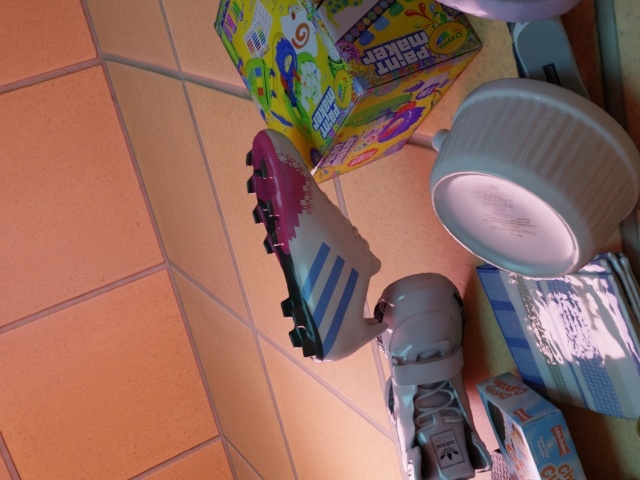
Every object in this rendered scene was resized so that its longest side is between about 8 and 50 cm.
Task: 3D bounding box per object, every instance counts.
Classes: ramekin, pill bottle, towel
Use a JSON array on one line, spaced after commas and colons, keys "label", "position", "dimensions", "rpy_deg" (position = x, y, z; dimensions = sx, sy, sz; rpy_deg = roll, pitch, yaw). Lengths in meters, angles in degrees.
[{"label": "ramekin", "position": [0.209, -0.053, 0.930], "dimensions": [0.207, 0.109, 0.207], "rpy_deg": [29, 156, 14]}, {"label": "pill bottle", "position": [0.177, -0.112, 1.146], "dimensions": [0.083, 0.043, 0.043], "rpy_deg": [40, 146, 48]}, {"label": "towel", "position": [0.301, 0.110, 1.095], "dimensions": [0.209, 0.034, 0.285], "rpy_deg": [67, 160, -6]}]

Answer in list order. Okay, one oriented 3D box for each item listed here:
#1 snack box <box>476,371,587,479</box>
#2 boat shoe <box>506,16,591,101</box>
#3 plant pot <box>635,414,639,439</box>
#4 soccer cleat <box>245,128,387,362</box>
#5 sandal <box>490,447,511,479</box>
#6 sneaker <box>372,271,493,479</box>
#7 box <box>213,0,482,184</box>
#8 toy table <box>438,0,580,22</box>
[{"label": "snack box", "position": [0.308, 0.346, 1.199], "dimensions": [0.187, 0.060, 0.322], "rpy_deg": [-142, 30, -80]}, {"label": "boat shoe", "position": [0.236, -0.175, 0.939], "dimensions": [0.083, 0.065, 0.183], "rpy_deg": [-89, -20, -46]}, {"label": "plant pot", "position": [0.378, 0.219, 0.947], "dimensions": [0.083, 0.083, 0.079], "rpy_deg": [26, 144, 59]}, {"label": "soccer cleat", "position": [0.000, 0.000, 1.218], "dimensions": [0.116, 0.143, 0.331], "rpy_deg": [-150, 43, -66]}, {"label": "sandal", "position": [0.292, 0.403, 1.409], "dimensions": [0.067, 0.040, 0.179], "rpy_deg": [21, 116, 54]}, {"label": "sneaker", "position": [0.168, 0.221, 1.311], "dimensions": [0.366, 0.137, 0.210], "rpy_deg": [83, 172, -46]}, {"label": "box", "position": [0.017, -0.264, 1.184], "dimensions": [0.279, 0.177, 0.290], "rpy_deg": [62, 157, 10]}, {"label": "toy table", "position": [0.130, -0.331, 0.803], "dimensions": [0.274, 0.252, 0.161], "rpy_deg": [33, 162, 17]}]
